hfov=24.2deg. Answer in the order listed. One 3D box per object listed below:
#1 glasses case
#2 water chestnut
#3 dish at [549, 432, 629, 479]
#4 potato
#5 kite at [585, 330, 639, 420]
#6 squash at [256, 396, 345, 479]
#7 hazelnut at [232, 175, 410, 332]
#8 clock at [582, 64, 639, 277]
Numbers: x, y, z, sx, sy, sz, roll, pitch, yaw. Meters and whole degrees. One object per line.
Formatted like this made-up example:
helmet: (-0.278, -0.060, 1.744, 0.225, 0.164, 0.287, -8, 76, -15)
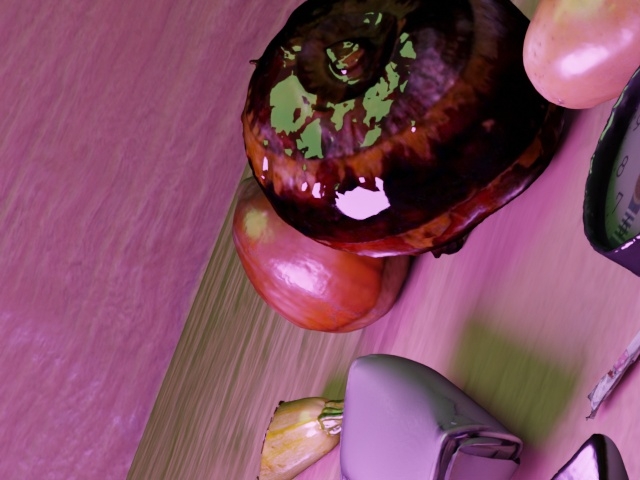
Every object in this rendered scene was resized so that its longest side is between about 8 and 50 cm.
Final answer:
glasses case: (0.082, 0.174, 1.186, 0.308, 0.083, 0.128, -145, 73, -78)
water chestnut: (0.086, -0.100, 1.369, 0.300, 0.300, 0.300, -61, 13, 25)
dish: (0.138, 0.249, 0.797, 0.182, 0.080, 0.243, -57, 13, 36)
potato: (0.227, -0.176, 1.144, 0.118, 0.109, 0.178, -48, 3, -42)
kite: (0.263, -0.027, 0.935, 0.406, 0.014, 0.368, -89, 24, -59)
squash: (-0.020, 0.201, 1.590, 0.090, 0.075, 0.200, -43, -1, -34)
hazelnut: (0.000, 0.000, 1.584, 0.176, 0.214, 0.214, -51, 15, 9)
clock: (0.234, -0.065, 0.989, 0.184, 0.040, 0.184, -158, 90, -78)
